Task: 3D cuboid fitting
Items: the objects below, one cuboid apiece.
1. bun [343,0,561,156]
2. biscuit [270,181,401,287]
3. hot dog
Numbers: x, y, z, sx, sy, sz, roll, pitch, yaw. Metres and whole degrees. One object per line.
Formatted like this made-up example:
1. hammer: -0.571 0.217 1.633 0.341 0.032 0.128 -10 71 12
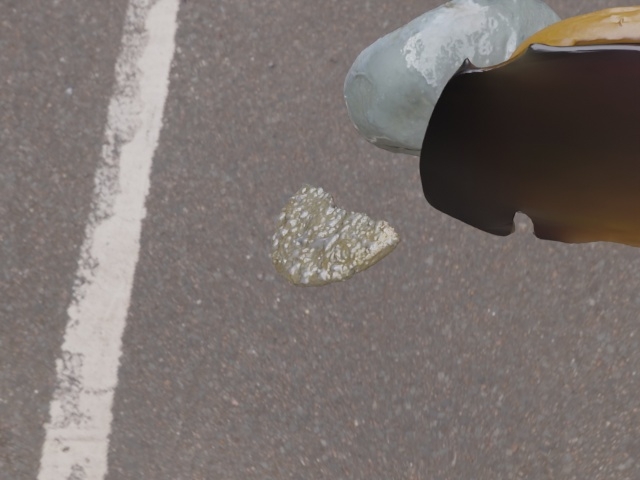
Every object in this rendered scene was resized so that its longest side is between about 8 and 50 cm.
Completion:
1. bun: 0.206 -0.232 1.211 0.355 0.354 0.194 -20 82 -2
2. biscuit: -0.004 0.001 1.052 0.133 0.032 0.250 -47 34 -7
3. hot dog: 0.239 -0.057 0.501 0.326 0.194 0.107 22 46 15
